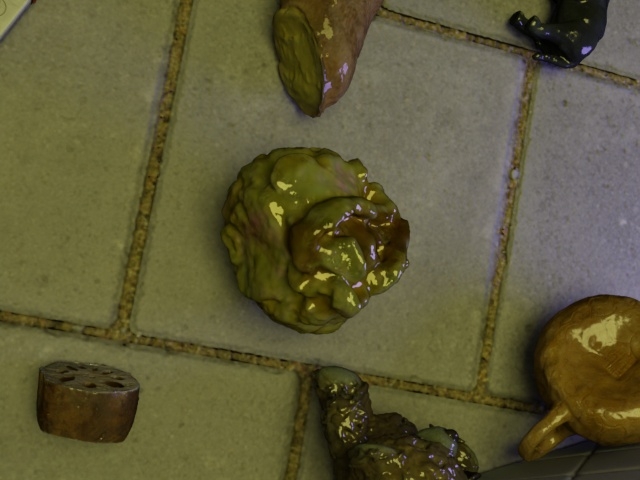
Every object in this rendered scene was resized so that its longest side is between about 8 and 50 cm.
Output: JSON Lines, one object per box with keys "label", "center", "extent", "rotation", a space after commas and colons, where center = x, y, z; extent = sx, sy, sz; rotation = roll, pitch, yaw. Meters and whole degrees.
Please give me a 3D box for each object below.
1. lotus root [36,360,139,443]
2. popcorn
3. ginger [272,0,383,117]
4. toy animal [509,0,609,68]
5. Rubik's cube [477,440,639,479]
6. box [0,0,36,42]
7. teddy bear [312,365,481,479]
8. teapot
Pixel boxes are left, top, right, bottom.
{"label": "lotus root", "center": [-0.277, 0.192, 1.304], "extent": [0.122, 0.112, 0.081], "rotation": [11, 90, -18]}
{"label": "popcorn", "center": [0.000, 0.000, 1.346], "extent": [0.212, 0.259, 0.259], "rotation": [-23, 93, -40]}
{"label": "ginger", "center": [0.010, -0.334, 1.437], "extent": [0.190, 0.126, 0.354], "rotation": [12, 85, -27]}
{"label": "toy animal", "center": [0.362, -0.361, 1.572], "extent": [0.137, 0.082, 0.269], "rotation": [33, 73, -16]}
{"label": "Rubik's cube", "center": [0.414, 0.426, 1.396], "extent": [0.319, 0.322, 0.316], "rotation": [-12, 91, -19]}
{"label": "box", "center": [-0.434, -0.291, 1.334], "extent": [0.139, 0.035, 0.245], "rotation": [35, 76, -11]}
{"label": "teddy bear", "center": [0.095, 0.277, 1.345], "extent": [0.267, 0.256, 0.156], "rotation": [34, 81, -12]}
{"label": "teapot", "center": [0.382, 0.194, 1.497], "extent": [0.311, 0.167, 0.203], "rotation": [-41, 64, -15]}
